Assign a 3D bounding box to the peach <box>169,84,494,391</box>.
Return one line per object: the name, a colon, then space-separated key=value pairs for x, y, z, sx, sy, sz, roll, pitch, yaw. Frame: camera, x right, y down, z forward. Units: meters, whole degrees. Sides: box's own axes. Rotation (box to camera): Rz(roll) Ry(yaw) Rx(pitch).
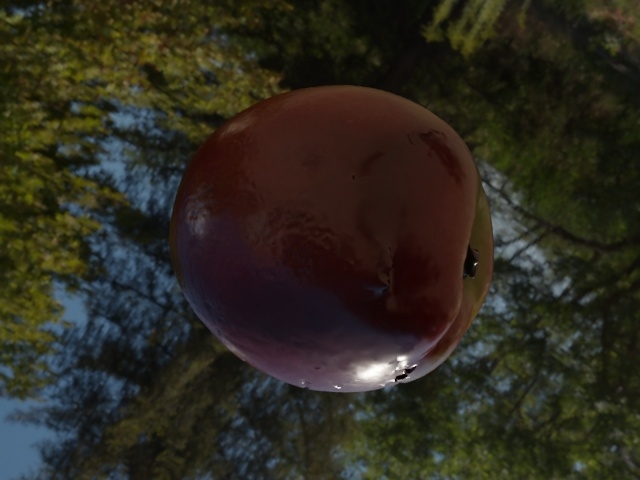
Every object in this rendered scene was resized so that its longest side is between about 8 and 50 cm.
peach: x=0.000 y=0.000 z=0.545 sx=0.197 sy=0.197 sz=0.197 roll=31 pitch=-168 yaw=-8
